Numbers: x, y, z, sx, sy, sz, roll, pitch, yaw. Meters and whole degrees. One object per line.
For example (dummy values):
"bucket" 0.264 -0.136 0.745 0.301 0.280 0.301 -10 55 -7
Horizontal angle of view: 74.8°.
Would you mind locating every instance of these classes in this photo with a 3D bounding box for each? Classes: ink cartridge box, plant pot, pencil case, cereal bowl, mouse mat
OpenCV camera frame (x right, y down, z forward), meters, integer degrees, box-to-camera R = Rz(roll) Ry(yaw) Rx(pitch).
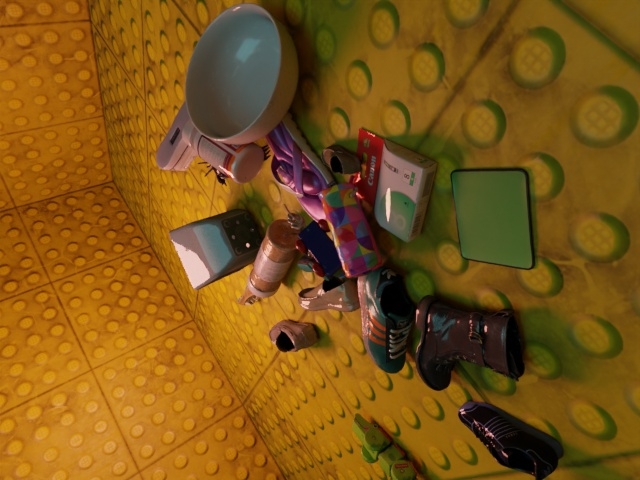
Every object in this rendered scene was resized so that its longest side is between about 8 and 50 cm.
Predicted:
"ink cartridge box" 0.140 -0.127 0.929 0.225 0.056 0.180 35 137 36
"plant pot" -0.365 0.009 1.582 0.252 0.247 0.247 -23 92 41
"pencil case" 0.072 -0.030 1.001 0.104 0.105 0.236 -28 78 58
"cereal bowl" -0.184 -0.402 1.068 0.339 0.141 0.338 -4 82 34
"mouse mat" 0.315 -0.040 0.776 0.153 0.007 0.189 11 121 52

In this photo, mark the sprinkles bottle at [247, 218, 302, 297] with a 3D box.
"sprinkles bottle" -0.161 0.071 1.429 0.121 0.121 0.355 54 146 17

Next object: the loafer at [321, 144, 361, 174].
"loafer" 0.040 -0.196 1.018 0.148 0.050 0.056 32 135 52

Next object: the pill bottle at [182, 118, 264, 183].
"pill bottle" -0.278 -0.264 1.187 0.221 0.121 0.121 35 139 19

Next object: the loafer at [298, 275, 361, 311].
"loafer" 0.026 0.152 1.244 0.269 0.102 0.091 -8 103 47

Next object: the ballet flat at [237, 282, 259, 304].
"ballet flat" -0.300 0.239 1.790 0.073 0.080 0.232 44 146 4

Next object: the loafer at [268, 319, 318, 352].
"loafer" -0.130 0.367 1.591 0.319 0.112 0.111 -24 90 58

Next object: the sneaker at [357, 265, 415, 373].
"sneaker" 0.176 0.211 1.050 0.121 0.108 0.301 10 118 57

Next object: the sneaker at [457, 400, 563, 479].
"sneaker" 0.387 0.428 0.907 0.232 0.091 0.081 5 115 54

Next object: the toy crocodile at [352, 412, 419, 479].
"toy crocodile" 0.220 0.691 1.331 0.341 0.105 0.115 38 140 43

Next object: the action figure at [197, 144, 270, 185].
"action figure" -0.271 -0.274 1.346 0.276 0.141 0.163 -10 105 41

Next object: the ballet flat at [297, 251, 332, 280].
"ballet flat" -0.008 0.067 1.245 0.203 0.074 0.074 11 120 65

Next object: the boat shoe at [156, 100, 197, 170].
"boat shoe" -0.439 -0.386 1.522 0.367 0.157 0.135 -48 63 25

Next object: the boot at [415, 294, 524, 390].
"boot" 0.314 0.244 0.889 0.229 0.091 0.262 13 119 52

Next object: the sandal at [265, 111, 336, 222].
"sandal" -0.087 -0.206 1.154 0.416 0.102 0.169 59 148 9

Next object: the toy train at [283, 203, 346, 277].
"toy train" 0.000 0.000 1.155 0.248 0.105 0.143 52 -171 29
